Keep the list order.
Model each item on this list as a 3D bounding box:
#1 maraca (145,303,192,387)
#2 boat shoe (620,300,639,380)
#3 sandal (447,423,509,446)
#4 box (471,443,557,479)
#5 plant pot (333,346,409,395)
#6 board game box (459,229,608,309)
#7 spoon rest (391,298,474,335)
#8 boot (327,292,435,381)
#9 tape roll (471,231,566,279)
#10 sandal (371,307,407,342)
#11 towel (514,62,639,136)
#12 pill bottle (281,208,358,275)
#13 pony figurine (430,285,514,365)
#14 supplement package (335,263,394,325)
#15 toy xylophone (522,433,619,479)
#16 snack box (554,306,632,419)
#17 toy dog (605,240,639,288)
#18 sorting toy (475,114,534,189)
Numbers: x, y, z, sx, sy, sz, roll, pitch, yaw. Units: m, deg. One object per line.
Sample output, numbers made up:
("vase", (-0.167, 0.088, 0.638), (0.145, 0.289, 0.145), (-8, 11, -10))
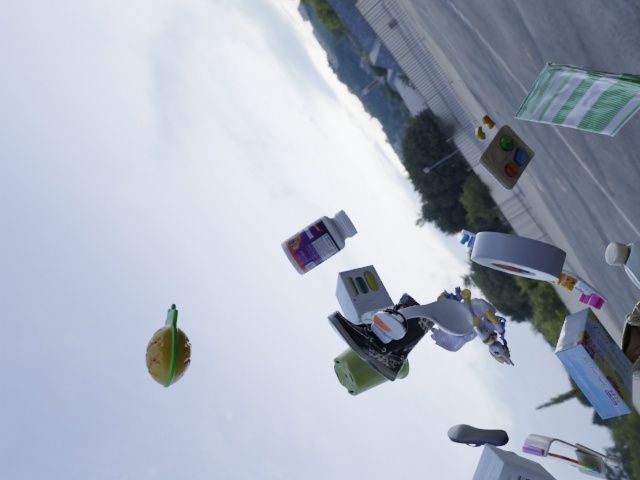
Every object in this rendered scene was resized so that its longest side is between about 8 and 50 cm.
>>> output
("maraca", (-0.346, 0.240, 0.975), (0.099, 0.127, 0.186), (11, -120, -31))
("boat shoe", (1.067, 0.318, 1.413), (0.089, 0.104, 0.285), (33, -108, -33))
("sandal", (0.610, 0.779, 1.667), (0.097, 0.254, 0.054), (-26, -84, -41))
("box", (0.547, 0.719, 1.220), (0.181, 0.182, 0.119), (21, 179, -2))
("plant pot", (0.205, 0.544, 1.878), (0.254, 0.276, 0.276), (-23, -105, -26))
("board game box", (0.718, 0.101, 1.450), (0.390, 0.050, 0.390), (22, -175, -42))
("spoon rest", (0.372, 0.251, 1.388), (0.276, 0.084, 0.137), (-1, -131, -10))
("boot", (0.228, 0.303, 1.532), (0.377, 0.284, 0.138), (45, 175, -20))
("tape roll", (0.513, 0.042, 1.114), (0.219, 0.072, 0.219), (17, 176, 1))
("sandal", (0.217, 0.254, 1.326), (0.102, 0.076, 0.265), (45, 164, 11))
("towel", (0.826, -0.438, 1.341), (0.248, 0.324, 0.038), (88, -165, -65))
("pill bottle", (0.000, 0.000, 1.147), (0.108, 0.193, 0.108), (57, -179, -1))
("pony figurine", (0.629, 0.347, 1.778), (0.363, 0.303, 0.351), (50, 174, -33))
("supplement package", (0.214, 0.296, 2.139), (0.198, 0.199, 0.263), (95, 158, -47))
("toy xylophone", (0.941, 0.811, 1.602), (0.322, 0.236, 0.081), (21, -111, -5))
("snack box", (0.647, 0.279, 1.000), (0.174, 0.070, 0.207), (56, -142, 6))
("toy dog", (1.083, 0.094, 1.380), (0.334, 0.220, 0.161), (-105, 9, -49))
("sorting toy", (0.811, -0.407, 1.908), (0.307, 0.229, 0.041), (41, 167, -10))
